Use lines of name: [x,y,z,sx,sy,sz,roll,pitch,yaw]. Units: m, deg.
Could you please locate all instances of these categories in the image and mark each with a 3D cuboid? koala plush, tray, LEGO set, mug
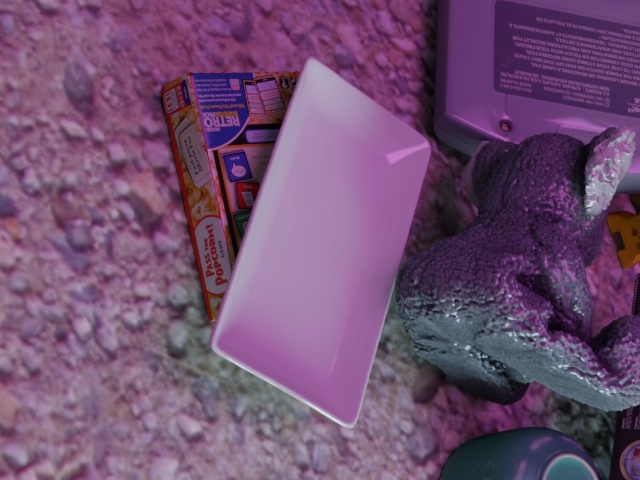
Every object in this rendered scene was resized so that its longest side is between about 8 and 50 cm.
koala plush: [0.176,0.003,1.260,0.203,0.196,0.221,35,67,-33]
tray: [0.000,0.000,1.196,0.145,0.030,0.270,33,59,-27]
LEGO set: [0.331,-0.048,1.492,0.087,0.093,0.227,-19,88,-40]
mug: [0.189,0.222,1.292,0.158,0.097,0.129,-4,78,-39]

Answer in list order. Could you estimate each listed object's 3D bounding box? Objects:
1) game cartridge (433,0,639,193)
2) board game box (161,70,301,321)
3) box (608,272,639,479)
game cartridge: [0.247,-0.145,1.423,0.294,0.060,0.196,9,64,-13]
board game box: [-0.040,-0.040,1.226,0.147,0.045,0.193,-5,80,-40]
box: [0.321,0.196,1.370,0.216,0.060,0.270,50,46,-52]
